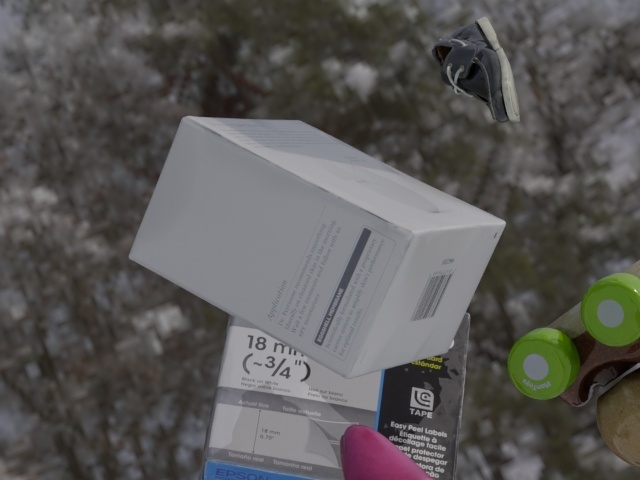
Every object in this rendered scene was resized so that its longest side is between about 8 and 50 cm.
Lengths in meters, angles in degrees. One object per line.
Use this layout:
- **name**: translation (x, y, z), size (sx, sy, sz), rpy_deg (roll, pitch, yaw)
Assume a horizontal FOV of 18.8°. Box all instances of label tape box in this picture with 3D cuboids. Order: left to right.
- **label tape box**: translation (0.020, 0.124, 1.936), size (0.241, 0.333, 0.106), rpy_deg (10, -37, -2)

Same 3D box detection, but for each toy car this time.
- **toy car**: translation (0.259, 0.115, 1.460), size (0.149, 0.188, 0.155), rpy_deg (-40, -9, 30)

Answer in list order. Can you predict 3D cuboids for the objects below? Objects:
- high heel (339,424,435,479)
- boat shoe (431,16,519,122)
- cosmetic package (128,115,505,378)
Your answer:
- **high heel**: translation (0.106, 0.175, 1.092), size (0.117, 0.244, 0.082), rpy_deg (-43, -35, 13)
- **boat shoe**: translation (0.179, -0.185, 2.206), size (0.079, 0.233, 0.084), rpy_deg (-15, -65, 0)
- **cosmetic package**: translation (0.000, 0.000, 1.634), size (0.224, 0.225, 0.138), rpy_deg (-5, -59, -65)
